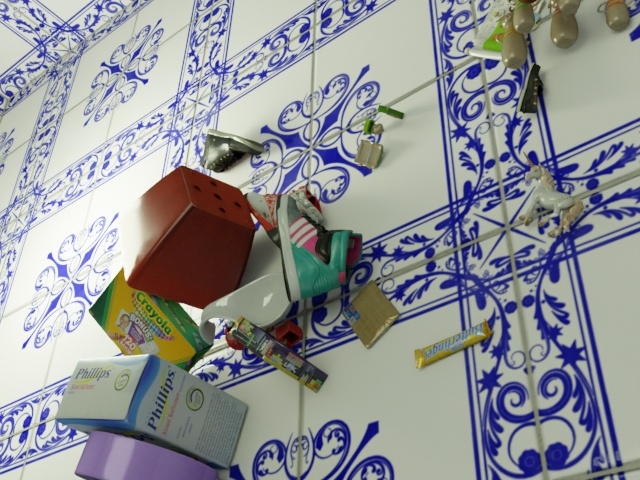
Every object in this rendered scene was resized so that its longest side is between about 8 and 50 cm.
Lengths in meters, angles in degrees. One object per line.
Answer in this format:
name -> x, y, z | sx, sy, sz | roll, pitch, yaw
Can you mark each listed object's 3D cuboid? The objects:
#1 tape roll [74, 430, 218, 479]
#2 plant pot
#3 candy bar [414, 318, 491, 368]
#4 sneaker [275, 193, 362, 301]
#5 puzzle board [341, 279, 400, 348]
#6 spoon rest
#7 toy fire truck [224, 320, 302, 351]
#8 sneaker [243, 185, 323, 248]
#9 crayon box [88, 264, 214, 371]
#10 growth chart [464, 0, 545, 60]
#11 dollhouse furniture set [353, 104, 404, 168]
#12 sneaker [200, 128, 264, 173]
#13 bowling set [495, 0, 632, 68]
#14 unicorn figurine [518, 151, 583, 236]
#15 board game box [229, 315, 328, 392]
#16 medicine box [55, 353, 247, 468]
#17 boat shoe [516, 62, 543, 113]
tape roll -> -0.351, 0.474, 1.633 | 0.275, 0.275, 0.090 | -6, 58, 43
plant pot -> -0.306, -0.020, 1.940 | 0.236, 0.267, 0.267 | -54, 35, 22
candy bar -> 0.240, 0.188, 1.463 | 0.161, 0.018, 0.040 | -29, 44, 28
sneaker -> 0.000, 0.000, 1.735 | 0.178, 0.124, 0.295 | -7, 46, -4
puzzle board -> 0.102, 0.150, 1.640 | 0.096, 0.011, 0.128 | -48, 37, 8
spoon rest -> -0.169, 0.153, 1.775 | 0.276, 0.084, 0.137 | -26, 44, 30
toy fire truck -> -0.133, 0.208, 1.803 | 0.192, 0.047, 0.135 | -35, 41, 21
sneaker -> -0.086, -0.080, 1.956 | 0.145, 0.090, 0.270 | -42, 35, 1
crayon box -> -0.404, 0.206, 1.912 | 0.278, 0.081, 0.165 | 47, 113, 12
growth chart -> 0.425, -0.501, 1.814 | 0.172, 0.021, 0.237 | 13, 71, 48
dollhouse furniture set -> 0.140, -0.239, 1.896 | 0.076, 0.058, 0.152 | 23, 98, 44
sneaker -> -0.248, -0.237, 2.264 | 0.222, 0.083, 0.118 | 20, 95, 44
bowling set -> 0.464, -0.493, 1.620 | 0.287, 0.200, 0.154 | -14, 51, 28
unicorn figurine -> 0.412, -0.074, 1.470 | 0.162, 0.060, 0.111 | 34, 86, 36
board game box -> -0.085, 0.231, 1.637 | 0.141, 0.170, 0.048 | 24, 78, 51
medicine box -> -0.357, 0.365, 1.711 | 0.263, 0.289, 0.149 | -11, 54, 41
boat shoe -> 0.432, -0.309, 1.639 | 0.042, 0.049, 0.133 | 12, 56, 14
